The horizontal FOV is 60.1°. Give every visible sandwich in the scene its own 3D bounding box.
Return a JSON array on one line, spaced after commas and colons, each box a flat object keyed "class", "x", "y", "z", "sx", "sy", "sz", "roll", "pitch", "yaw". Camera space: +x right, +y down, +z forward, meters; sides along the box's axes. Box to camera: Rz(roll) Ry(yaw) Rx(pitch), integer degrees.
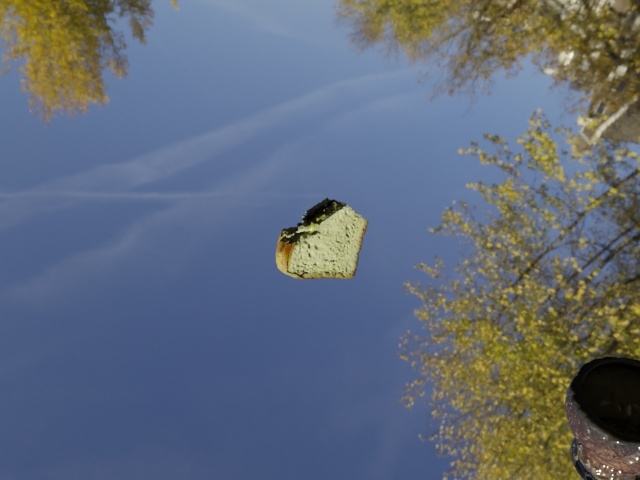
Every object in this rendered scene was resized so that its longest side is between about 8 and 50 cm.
[{"class": "sandwich", "x": 0.000, "y": 0.000, "z": 0.618, "sx": 0.104, "sy": 0.093, "sz": 0.035, "roll": -3, "pitch": -159, "yaw": -32}]

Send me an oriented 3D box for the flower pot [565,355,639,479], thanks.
[{"class": "flower pot", "x": 0.721, "y": 0.461, "z": 1.327, "sx": 0.266, "sy": 0.267, "sz": 0.267, "roll": -6, "pitch": -144, "yaw": 4}]
